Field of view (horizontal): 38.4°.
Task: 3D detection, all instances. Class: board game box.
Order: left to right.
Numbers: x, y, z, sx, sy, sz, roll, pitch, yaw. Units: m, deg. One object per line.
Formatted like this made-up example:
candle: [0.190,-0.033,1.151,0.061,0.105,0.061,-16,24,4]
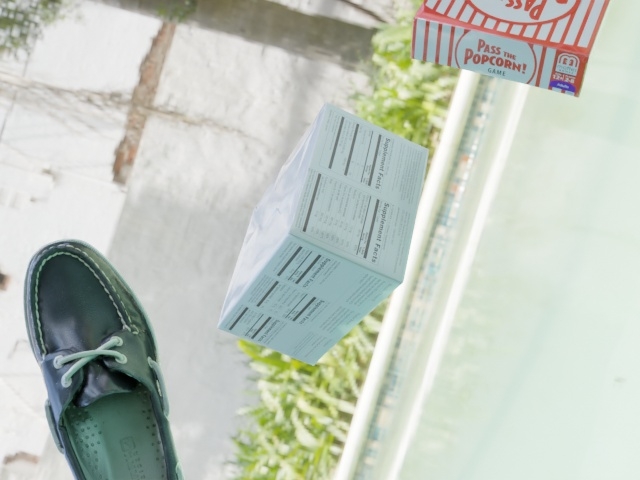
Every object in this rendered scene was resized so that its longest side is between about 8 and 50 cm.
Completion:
board game box: [0.180,-0.214,0.805,0.045,0.147,0.193,88,-157,-49]

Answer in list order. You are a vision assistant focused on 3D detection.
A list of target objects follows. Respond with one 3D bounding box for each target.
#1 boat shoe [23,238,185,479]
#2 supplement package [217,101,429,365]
boat shoe: [-0.185,0.137,0.811,0.302,0.114,0.091,66,169,3]
supplement package: [0.000,0.000,1.145,0.262,0.145,0.204,-49,21,53]
